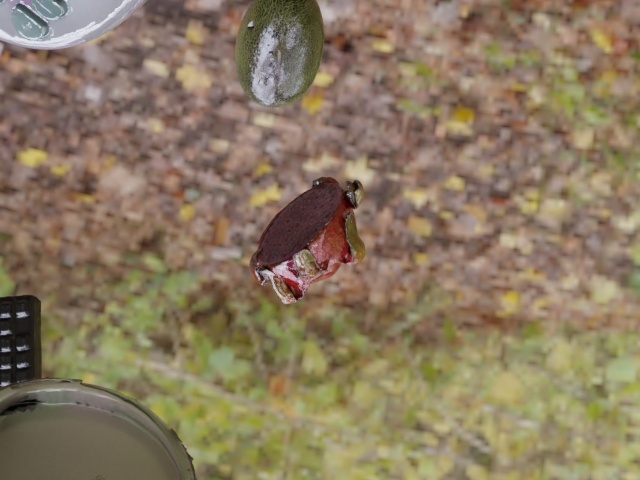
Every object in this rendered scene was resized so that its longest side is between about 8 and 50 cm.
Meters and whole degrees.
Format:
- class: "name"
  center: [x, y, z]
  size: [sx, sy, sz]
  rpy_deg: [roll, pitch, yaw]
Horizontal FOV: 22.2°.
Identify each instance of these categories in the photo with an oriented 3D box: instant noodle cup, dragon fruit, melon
- class: "instant noodle cup"
  center: [-0.168, 0.201, 1.032]
  size: [0.213, 0.213, 0.174]
  rpy_deg: [13, 135, -5]
- class: "dragon fruit"
  center: [-0.004, 0.002, 1.516]
  size: [0.068, 0.126, 0.112]
  rpy_deg: [44, 173, -25]
- class: "melon"
  center: [-0.046, -0.223, 1.844]
  size: [0.099, 0.099, 0.162]
  rpy_deg: [11, 133, -2]

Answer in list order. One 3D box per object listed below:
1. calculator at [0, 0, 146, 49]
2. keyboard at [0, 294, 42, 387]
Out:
- class: "calculator"
  center: [-0.131, -0.207, 0.789]
  size: [0.185, 0.041, 0.299]
  rpy_deg: [37, 136, -2]
- class: "keyboard"
  center: [-0.255, 0.199, 1.279]
  size: [0.101, 0.309, 0.018]
  rpy_deg: [-6, 172, 26]
